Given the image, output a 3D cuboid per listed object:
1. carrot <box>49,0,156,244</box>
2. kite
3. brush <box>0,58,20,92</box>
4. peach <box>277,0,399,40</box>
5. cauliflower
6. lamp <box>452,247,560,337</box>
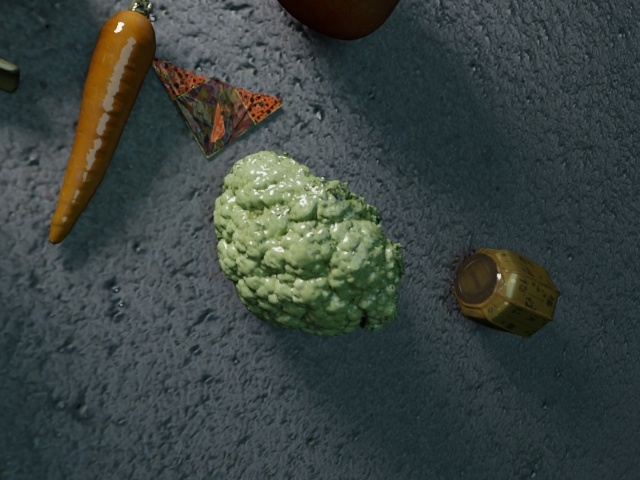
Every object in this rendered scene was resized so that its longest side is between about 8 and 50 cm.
[{"bbox_3d":[-0.273,-0.152,0.590,0.069,0.069,0.336,19,87,-30],"label":"carrot"},{"bbox_3d":[-0.155,-0.179,0.687,0.222,0.008,0.125,11,88,-31],"label":"kite"},{"bbox_3d":[-0.465,-0.234,0.479,0.282,0.054,0.048,20,64,-30],"label":"brush"},{"bbox_3d":[0.034,-0.416,0.658,0.252,0.252,0.252,-2,94,-30],"label":"peach"},{"bbox_3d":[0.000,0.000,0.680,0.250,0.272,0.275,-46,134,-53],"label":"cauliflower"},{"bbox_3d":[0.365,0.103,0.929,0.185,0.161,0.161,19,84,-29],"label":"lamp"}]
